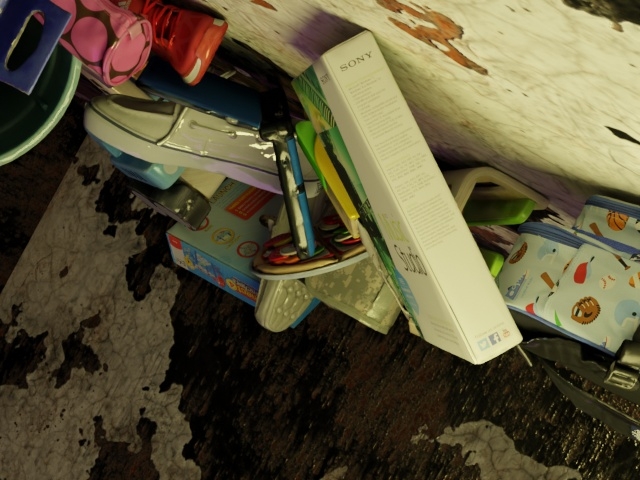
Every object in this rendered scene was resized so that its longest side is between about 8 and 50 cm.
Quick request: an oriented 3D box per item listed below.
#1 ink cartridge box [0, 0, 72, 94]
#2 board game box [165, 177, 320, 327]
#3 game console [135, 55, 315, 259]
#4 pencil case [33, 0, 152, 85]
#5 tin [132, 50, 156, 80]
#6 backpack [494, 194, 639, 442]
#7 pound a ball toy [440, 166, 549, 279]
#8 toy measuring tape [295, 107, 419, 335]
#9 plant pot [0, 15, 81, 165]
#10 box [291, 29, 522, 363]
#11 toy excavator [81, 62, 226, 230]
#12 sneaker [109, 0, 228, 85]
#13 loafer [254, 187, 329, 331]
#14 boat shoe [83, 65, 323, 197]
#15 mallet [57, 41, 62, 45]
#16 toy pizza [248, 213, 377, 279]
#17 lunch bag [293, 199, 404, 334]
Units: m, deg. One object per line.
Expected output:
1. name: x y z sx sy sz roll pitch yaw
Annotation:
1. ink cartridge box: -0.455 -0.292 1.231 0.395 0.270 0.151 29 -178 -18
2. board game box: -0.074 -0.019 2.260 0.302 0.308 0.086 27 145 31
3. game console: -0.116 -0.115 1.537 0.173 0.250 0.293 -11 -165 0
4. pencil case: -0.282 -0.274 1.368 0.209 0.098 0.095 41 -140 10
5. tin: -0.261 -0.268 1.702 0.106 0.040 0.189 46 -171 -16
6. backpack: 0.304 0.072 1.223 0.263 0.213 0.276 16 162 44
7. pound a ball toy: 0.155 0.010 1.519 0.136 0.208 0.319 28 178 -8
8. toy measuring tape: 0.079 -0.050 1.421 0.330 0.121 0.121 60 -169 23
9. plant pot: -0.533 -0.296 1.693 0.341 0.341 0.334 29 -175 -26
10. box: 0.077 -0.040 1.202 0.322 0.058 0.232 64 173 -5
11. toy excavator: -0.318 -0.228 2.074 0.445 0.222 0.433 39 171 -26
12. sneaker: -0.193 -0.249 1.416 0.128 0.087 0.221 27 176 -19
13. loafer: -0.041 0.000 2.062 0.111 0.319 0.112 18 170 38
14. boat shoe: -0.155 -0.183 1.751 0.367 0.156 0.136 17 -154 0
15. mallet: -0.320 -0.295 1.473 0.062 0.039 0.189 22 -147 -46
16. toy pizza: 0.000 0.000 1.576 0.201 0.201 0.032 22 131 66
17. lunch bag: 0.084 0.007 1.867 0.169 0.235 0.287 32 177 -15
